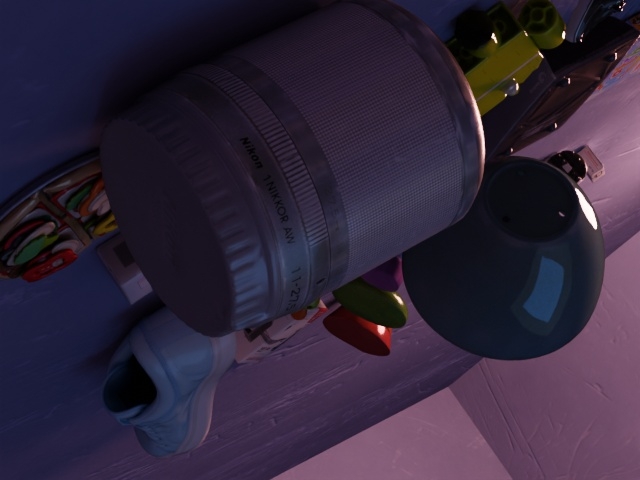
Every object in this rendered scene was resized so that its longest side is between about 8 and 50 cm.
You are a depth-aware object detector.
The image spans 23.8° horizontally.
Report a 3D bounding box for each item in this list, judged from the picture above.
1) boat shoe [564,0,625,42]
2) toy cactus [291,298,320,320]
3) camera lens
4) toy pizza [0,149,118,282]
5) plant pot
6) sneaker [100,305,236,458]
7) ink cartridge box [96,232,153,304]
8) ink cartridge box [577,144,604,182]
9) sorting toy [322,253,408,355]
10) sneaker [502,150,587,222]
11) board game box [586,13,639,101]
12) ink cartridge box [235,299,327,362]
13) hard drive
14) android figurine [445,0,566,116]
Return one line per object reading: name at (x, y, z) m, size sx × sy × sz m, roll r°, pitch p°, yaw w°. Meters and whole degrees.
boat shoe at (0.321, -0.275, 1.671) m, size 0.142 × 0.040 × 0.049 m, roll -56°, pitch 163°, yaw 4°
toy cactus at (0.000, 0.000, 1.888) m, size 0.180 × 0.112 × 0.219 m, roll -49°, pitch 174°, yaw -32°
camera lens at (-0.018, -0.067, 1.275) m, size 0.274 × 0.219 × 0.219 m, roll -28°, pitch 166°, yaw -26°
toy pizza at (-0.222, -0.017, 1.363) m, size 0.201 × 0.032 × 0.201 m, roll -32°, pitch 167°, yaw -8°
plant pot at (0.271, -0.006, 2.111) m, size 0.290 × 0.290 × 0.195 m, roll -29°, pitch 157°, yaw -22°
sneaker at (-0.220, 0.184, 1.920) m, size 0.150 × 0.135 × 0.366 m, roll -19°, pitch 153°, yaw -26°
ink cartridge box at (-0.132, 0.007, 1.629) m, size 0.189 × 0.066 × 0.232 m, roll -33°, pitch 163°, yaw -8°
ink cartridge box at (0.464, -0.133, 2.616) m, size 0.028 × 0.048 × 0.083 m, roll -36°, pitch 166°, yaw 5°
sorting toy at (0.096, 0.062, 2.363) m, size 0.126 × 0.127 × 0.365 m, roll -61°, pitch 174°, yaw -22°
sneaker at (0.332, -0.059, 2.486) m, size 0.234 × 0.078 × 0.106 m, roll -31°, pitch 164°, yaw -25°
board game box at (0.446, -0.275, 2.084) m, size 0.211 × 0.039 × 0.160 m, roll -28°, pitch 166°, yaw -22°
ink cartridge box at (-0.068, 0.117, 2.173) m, size 0.135 × 0.056 × 0.099 m, roll -38°, pitch 168°, yaw 10°
hard drive at (0.295, -0.191, 1.971) m, size 0.172 × 0.054 × 0.254 m, roll -29°, pitch 167°, yaw -26°
android figurine at (0.164, -0.179, 1.697) m, size 0.248 × 0.056 × 0.273 m, roll -37°, pitch 165°, yaw 9°
